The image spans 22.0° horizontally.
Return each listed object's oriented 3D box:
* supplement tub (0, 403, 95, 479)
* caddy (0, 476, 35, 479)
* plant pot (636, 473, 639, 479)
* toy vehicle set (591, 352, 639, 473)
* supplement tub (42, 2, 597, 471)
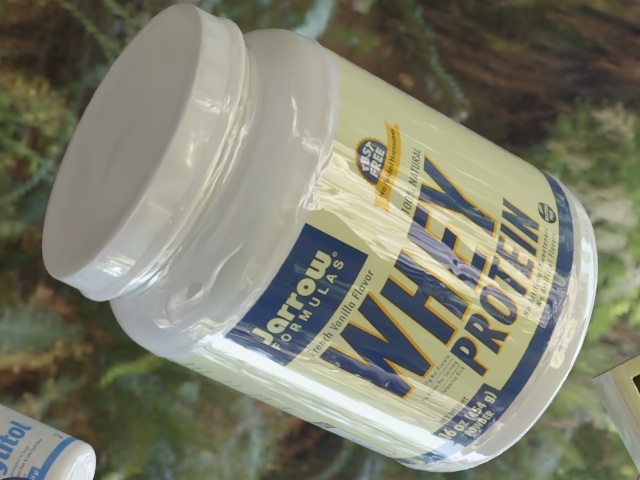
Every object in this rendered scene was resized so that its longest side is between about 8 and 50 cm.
[{"bbox_3d":[-0.214,0.151,1.116,0.071,0.107,0.071,21,90,-77],"label":"supplement tub"},{"bbox_3d":[-0.125,0.270,0.736,0.241,0.179,0.341,36,-44,43],"label":"caddy"},{"bbox_3d":[0.301,0.298,1.168,0.272,0.272,0.265,-129,-141,-56],"label":"plant pot"},{"bbox_3d":[0.261,0.143,0.754,0.266,0.166,0.035,62,-11,7],"label":"toy vehicle set"},{"bbox_3d":[0.000,0.000,1.126,0.235,0.325,0.235,-44,-148,36],"label":"supplement tub"}]
